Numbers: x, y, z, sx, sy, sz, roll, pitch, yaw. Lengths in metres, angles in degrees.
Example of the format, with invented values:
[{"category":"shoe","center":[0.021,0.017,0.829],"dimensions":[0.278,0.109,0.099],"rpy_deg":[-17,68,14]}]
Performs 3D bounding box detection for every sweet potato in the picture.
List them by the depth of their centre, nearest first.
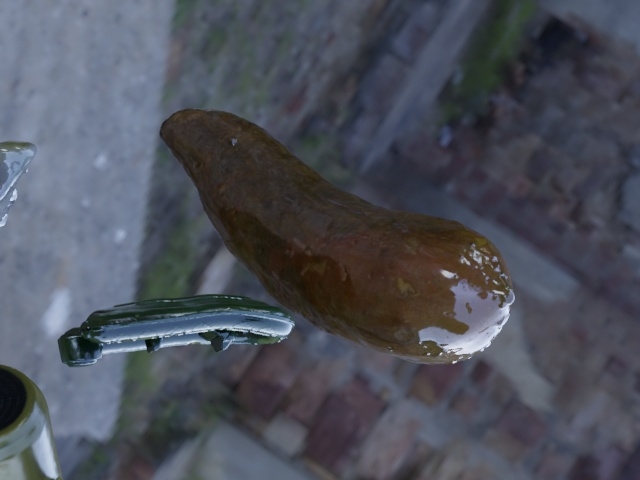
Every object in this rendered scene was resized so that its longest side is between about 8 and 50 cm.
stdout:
[{"category":"sweet potato","center":[-0.001,0.001,1.150],"dimensions":[0.097,0.292,0.097],"rpy_deg":[-26,129,-37]}]

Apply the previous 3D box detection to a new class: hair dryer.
[{"category":"hair dryer","center":[-0.120,0.169,1.167],"dimensions":[0.090,0.279,0.135],"rpy_deg":[-57,153,-47]}]

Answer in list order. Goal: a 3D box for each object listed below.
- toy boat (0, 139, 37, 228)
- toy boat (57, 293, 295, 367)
[{"category":"toy boat","center":[-0.253,0.046,1.135],"dimensions":[0.276,0.111,0.293],"rpy_deg":[-57,-174,22]},{"category":"toy boat","center":[-0.122,0.075,1.624],"dimensions":[0.210,0.052,0.104],"rpy_deg":[-3,167,-24]}]
